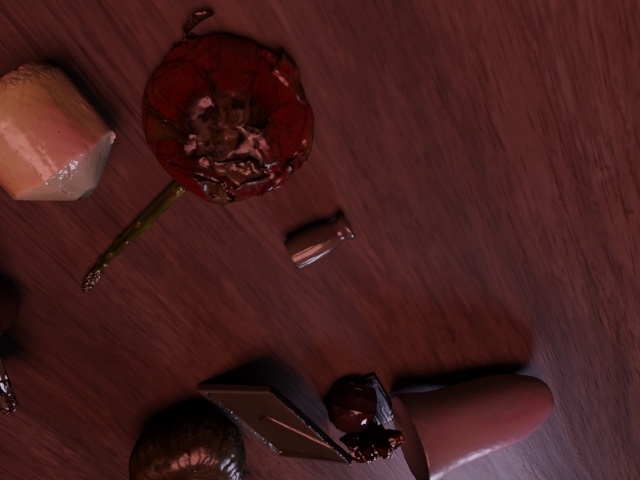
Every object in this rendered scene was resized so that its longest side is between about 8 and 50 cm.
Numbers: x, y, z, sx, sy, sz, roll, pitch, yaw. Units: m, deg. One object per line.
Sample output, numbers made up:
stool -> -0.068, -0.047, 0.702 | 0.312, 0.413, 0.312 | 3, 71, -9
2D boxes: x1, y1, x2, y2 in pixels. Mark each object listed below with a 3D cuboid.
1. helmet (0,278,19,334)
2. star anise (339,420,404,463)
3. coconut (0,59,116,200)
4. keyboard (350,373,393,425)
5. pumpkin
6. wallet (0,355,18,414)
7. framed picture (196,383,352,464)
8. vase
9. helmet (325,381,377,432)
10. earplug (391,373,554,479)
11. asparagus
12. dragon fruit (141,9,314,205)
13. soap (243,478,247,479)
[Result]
helmet -> -0.479, 0.089, 0.759 | 0.089, 0.057, 0.111 | 20, 124, 26
star anise -> 0.077, 0.397, 1.013 | 0.097, 0.190, 0.070 | -31, 104, -36
coconut -> -0.321, -0.115, 0.599 | 0.147, 0.147, 0.153 | -30, 117, 12
keyboard -> 0.111, 0.320, 1.027 | 0.053, 0.010, 0.155 | -23, 123, 8
pumpkin -> -0.243, 0.423, 0.954 | 0.218, 0.162, 0.219 | -6, 126, -8
wallet -> -0.533, 0.104, 0.733 | 0.168, 0.044, 0.317 | 15, 124, 19
framed picture -> -0.081, 0.342, 0.952 | 0.192, 0.018, 0.265 | -10, 131, 37
vase -> 0.000, 0.000, 0.776 | 0.100, 0.053, 0.053 | -28, 123, 4
helmet -> 0.059, 0.327, 0.980 | 0.098, 0.070, 0.123 | 12, 126, -7
earplug -> 0.306, 0.338, 0.984 | 0.300, 0.172, 0.173 | -14, 124, -10
asparagus -> -0.278, -0.004, 0.749 | 0.248, 0.025, 0.024 | -41, 134, 17
dragon fruit -> -0.110, -0.125, 0.619 | 0.218, 0.148, 0.224 | 22, 117, -20
soap -> -0.210, 0.543, 1.072 | 0.149, 0.100, 0.056 | -27, 123, 11
